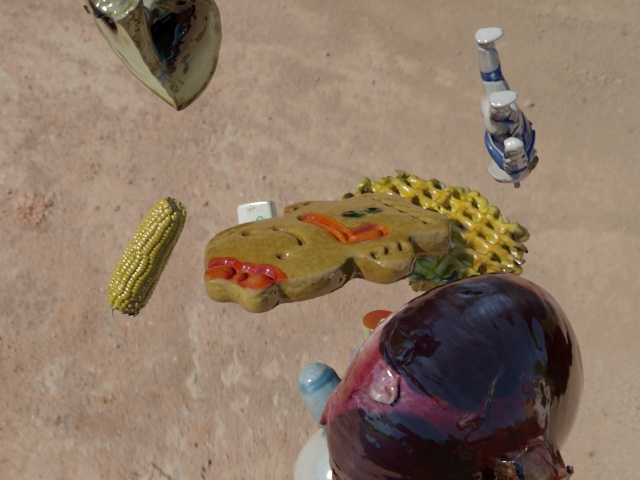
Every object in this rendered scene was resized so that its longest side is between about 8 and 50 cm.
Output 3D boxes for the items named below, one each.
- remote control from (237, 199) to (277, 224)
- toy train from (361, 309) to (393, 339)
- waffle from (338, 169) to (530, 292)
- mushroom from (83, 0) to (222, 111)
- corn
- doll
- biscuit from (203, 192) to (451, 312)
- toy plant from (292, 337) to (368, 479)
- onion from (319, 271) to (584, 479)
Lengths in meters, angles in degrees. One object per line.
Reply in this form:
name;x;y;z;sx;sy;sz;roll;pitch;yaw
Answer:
remote control;-0.136;0.024;1.709;0.090;0.049;0.230;-8;87;19
toy train;0.157;0.290;1.680;0.116;0.285;0.177;-16;21;-8
waffle;0.170;-0.014;1.192;0.329;0.062;0.329;9;36;-7
mushroom;-0.323;-0.423;1.420;0.212;0.292;0.217;-44;64;3
corn;-0.396;0.038;1.705;0.106;0.305;0.106;26;23;-12
doll;0.200;-0.124;0.806;0.057;0.227;0.114;-16;62;10
biscuit;0.000;0.000;0.632;0.226;0.036;0.166;-15;27;-27
toy plant;0.074;0.325;1.365;0.247;0.332;0.247;6;20;-2
onion;0.180;0.215;0.871;0.348;0.347;0.285;-24;41;-19
